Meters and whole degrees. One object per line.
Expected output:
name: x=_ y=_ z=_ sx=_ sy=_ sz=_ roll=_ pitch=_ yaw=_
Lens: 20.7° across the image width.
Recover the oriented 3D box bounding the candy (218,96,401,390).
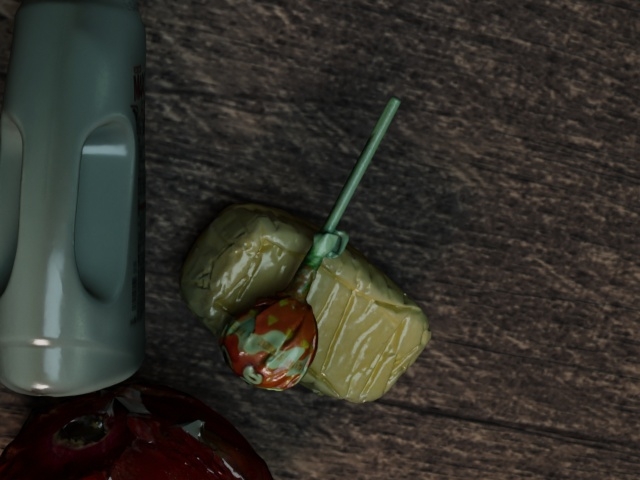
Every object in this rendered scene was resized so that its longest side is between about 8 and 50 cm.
candy: x=-0.001 y=0.000 z=1.562 sx=0.084 sy=0.078 sz=0.288 roll=25 pitch=88 yaw=13

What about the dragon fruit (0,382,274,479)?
dragon fruit: x=-0.173 y=0.281 z=1.591 sx=0.295 sy=0.295 sz=0.302 roll=-27 pitch=128 yaw=-8

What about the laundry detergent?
laundry detergent: x=-0.209 y=-0.081 z=1.489 sx=0.124 sy=0.264 sz=0.398 roll=3 pitch=95 yaw=3

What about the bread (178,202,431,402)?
bread: x=-0.017 y=0.058 z=1.660 sx=0.236 sy=0.106 sz=0.140 roll=31 pitch=94 yaw=-24
